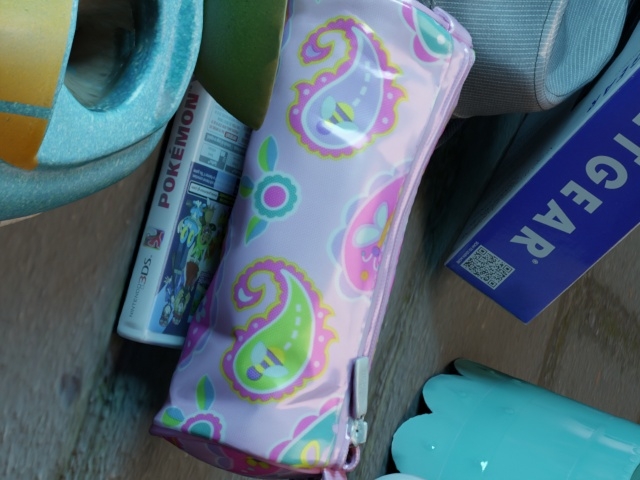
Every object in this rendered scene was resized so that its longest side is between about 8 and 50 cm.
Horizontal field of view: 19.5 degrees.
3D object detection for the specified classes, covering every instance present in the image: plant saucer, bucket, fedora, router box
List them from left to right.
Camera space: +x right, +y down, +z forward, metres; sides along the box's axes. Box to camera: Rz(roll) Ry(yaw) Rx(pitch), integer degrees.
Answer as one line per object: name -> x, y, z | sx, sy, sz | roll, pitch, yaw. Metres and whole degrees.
plant saucer -> -0.040, -0.174, 0.899 | 0.241, 0.037, 0.241 | -177, -90, -83
fedora -> 0.135, -0.174, 1.275 | 0.275, 0.124, 0.243 | -59, 150, -32
bucket -> 0.165, 0.249, 1.496 | 0.281, 0.183, 0.281 | -42, 139, -50
router box -> 0.254, -0.135, 1.369 | 0.335, 0.082, 0.301 | -49, -174, 49

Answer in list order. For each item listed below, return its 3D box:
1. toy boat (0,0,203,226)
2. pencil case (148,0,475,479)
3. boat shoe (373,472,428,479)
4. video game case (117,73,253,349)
toy boat -> -0.116, -0.153, 0.735 | 0.267, 0.148, 0.318 | -14, 116, -62
pencil case -> 0.000, 0.000, 1.039 | 0.124, 0.124, 0.284 | 28, 77, -65
boat shoe -> 0.011, 0.323, 1.288 | 0.335, 0.121, 0.119 | -71, 159, -4
video game case -> -0.043, -0.021, 1.109 | 0.201, 0.023, 0.183 | 20, 85, -66
